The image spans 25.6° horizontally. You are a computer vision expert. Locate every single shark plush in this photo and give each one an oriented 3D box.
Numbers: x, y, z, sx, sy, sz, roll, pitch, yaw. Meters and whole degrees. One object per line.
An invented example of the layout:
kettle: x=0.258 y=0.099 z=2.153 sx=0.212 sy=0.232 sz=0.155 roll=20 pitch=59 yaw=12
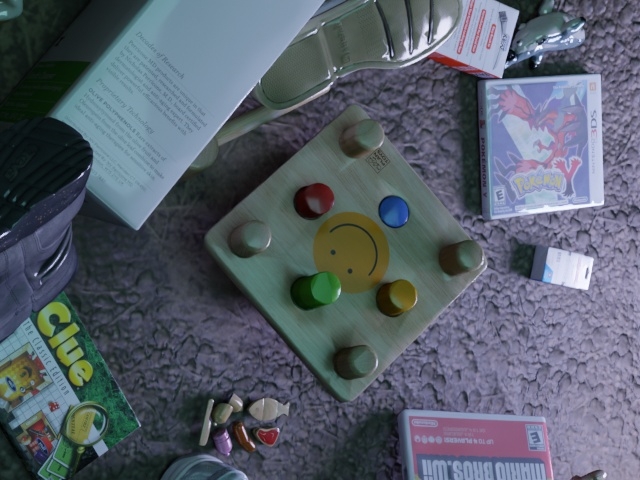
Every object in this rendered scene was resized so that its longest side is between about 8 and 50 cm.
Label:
shark plush: x=0.290 y=-0.252 z=1.860 sx=0.161 sy=0.073 sz=0.067 roll=-41 pitch=144 yaw=-26

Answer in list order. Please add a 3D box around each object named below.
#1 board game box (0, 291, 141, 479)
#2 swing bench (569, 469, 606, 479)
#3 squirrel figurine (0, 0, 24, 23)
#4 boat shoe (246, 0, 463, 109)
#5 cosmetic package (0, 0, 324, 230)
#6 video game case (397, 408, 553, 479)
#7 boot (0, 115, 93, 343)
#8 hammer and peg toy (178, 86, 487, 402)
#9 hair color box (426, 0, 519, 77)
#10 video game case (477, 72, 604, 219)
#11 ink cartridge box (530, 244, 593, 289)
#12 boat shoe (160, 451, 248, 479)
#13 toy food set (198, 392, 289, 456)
board game box: x=-0.313 y=0.137 z=1.548 sx=0.136 sy=0.030 sz=0.259 roll=-37 pitch=112 yaw=-25
swing bench: x=0.303 y=0.475 z=1.859 sx=0.253 sy=0.165 sz=0.254 roll=-20 pitch=72 yaw=-27
squirrel figurine: x=-0.456 y=-0.143 z=1.327 sx=0.370 sy=0.281 sz=0.397 roll=-55 pitch=151 yaw=-37
boat shoe: x=0.025 y=-0.247 z=1.647 sx=0.302 sy=0.103 sz=0.113 roll=-23 pitch=121 yaw=-26
cosmetic package: x=-0.167 y=-0.201 z=1.500 sx=0.155 sy=0.197 sz=0.365 roll=43 pitch=74 yaw=-26
video game case: x=0.206 y=0.354 z=1.778 sx=0.204 sy=0.025 sz=0.285 roll=5 pitch=62 yaw=-17
boot: x=-0.342 y=0.048 z=1.284 sx=0.338 sy=0.222 sz=0.118 roll=-31 pitch=66 yaw=-34
hammer and peg toy: x=0.003 y=-0.032 z=1.607 sx=0.266 sy=0.127 sz=0.361 roll=-42 pitch=97 yaw=-21
hair color box: x=0.163 y=-0.272 z=1.780 sx=0.167 sy=0.053 sz=0.093 roll=17 pitch=86 yaw=-29
video game case: x=0.298 y=-0.129 z=1.892 sx=0.201 sy=0.023 sz=0.183 roll=-7 pitch=98 yaw=-30
ink cartridge box: x=0.329 y=0.038 z=1.924 sx=0.083 sy=0.028 sz=0.048 roll=12 pitch=89 yaw=-31
boat shoe: x=-0.170 y=0.404 z=1.615 sx=0.118 sy=0.103 sz=0.320 roll=28 pitch=80 yaw=-30
toy food set: x=-0.096 y=0.222 z=1.694 sx=0.122 sy=0.019 sz=0.078 roll=14 pitch=88 yaw=-39
